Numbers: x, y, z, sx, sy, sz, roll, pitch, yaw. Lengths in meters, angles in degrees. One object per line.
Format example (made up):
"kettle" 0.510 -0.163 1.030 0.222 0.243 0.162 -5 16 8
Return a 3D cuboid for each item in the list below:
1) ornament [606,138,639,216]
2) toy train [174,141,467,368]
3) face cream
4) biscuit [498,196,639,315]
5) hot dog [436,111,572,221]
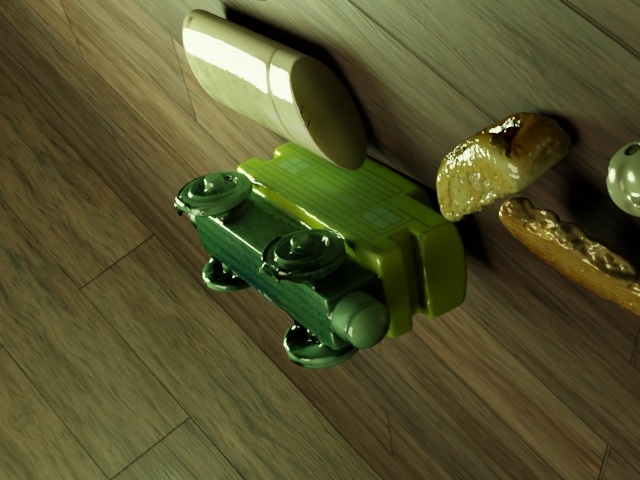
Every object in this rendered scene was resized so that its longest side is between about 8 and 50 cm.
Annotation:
"ornament" 0.308 -0.046 1.050 0.156 0.081 0.075 19 139 55
"toy train" 0.000 0.000 1.659 0.442 0.272 0.179 34 142 50
"face cream" -0.070 -0.216 1.729 0.348 0.081 0.173 32 155 51
"biscuit" 0.284 0.026 1.276 0.224 0.033 0.144 33 175 10
"hot dog" 0.182 -0.083 1.315 0.073 0.084 0.242 56 165 0
